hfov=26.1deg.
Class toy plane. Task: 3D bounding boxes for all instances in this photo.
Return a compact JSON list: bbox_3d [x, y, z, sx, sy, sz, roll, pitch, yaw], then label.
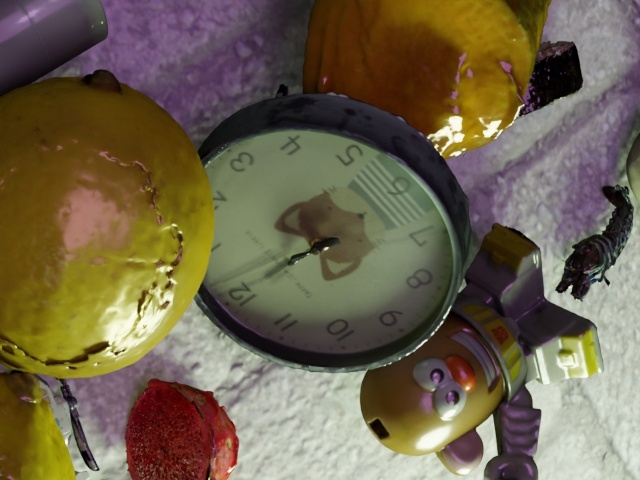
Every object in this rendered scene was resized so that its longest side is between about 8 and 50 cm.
[{"bbox_3d":[-0.288,0.205,1.482,0.078,0.053,0.197,-30,104,-30],"label":"toy plane"}]

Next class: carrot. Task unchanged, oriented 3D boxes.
[{"bbox_3d":[0.121,-0.247,1.476,0.241,0.241,0.341,38,53,-25],"label":"carrot"}]

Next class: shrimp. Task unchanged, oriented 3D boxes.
[{"bbox_3d":[0.366,0.012,1.772,0.076,0.082,0.174,39,71,-20],"label":"shrimp"}]

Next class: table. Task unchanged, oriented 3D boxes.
[{"bbox_3d":[-0.335,-0.199,1.366,0.220,0.126,0.126,-34,110,-19],"label":"table"}]

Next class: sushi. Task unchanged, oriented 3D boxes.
[{"bbox_3d":[0.252,-0.196,1.685,0.150,0.090,0.078,-21,101,-21],"label":"sushi"}]

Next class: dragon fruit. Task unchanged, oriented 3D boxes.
[{"bbox_3d":[-0.129,0.226,1.525,0.111,0.153,0.153,-4,98,-44],"label":"dragon fruit"}]

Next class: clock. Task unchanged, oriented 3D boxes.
[{"bbox_3d":[0.000,0.000,1.478,0.325,0.067,0.325,6,122,9],"label":"clock"}]

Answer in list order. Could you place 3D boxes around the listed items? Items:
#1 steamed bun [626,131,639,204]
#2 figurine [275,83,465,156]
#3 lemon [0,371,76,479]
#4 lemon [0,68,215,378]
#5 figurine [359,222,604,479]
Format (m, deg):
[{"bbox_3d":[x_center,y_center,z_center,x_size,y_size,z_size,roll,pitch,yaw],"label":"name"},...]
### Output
[{"bbox_3d":[0.588,-0.090,1.792,0.309,0.219,0.324,-42,113,-16],"label":"steamed bun"},{"bbox_3d":[0.051,-0.119,1.584,0.229,0.112,0.137,16,74,-16],"label":"figurine"},{"bbox_3d":[-0.370,0.259,1.325,0.268,0.268,0.322,21,94,-27],"label":"lemon"},{"bbox_3d":[-0.244,-0.013,1.348,0.297,0.297,0.297,-3,98,-26],"label":"lemon"},{"bbox_3d":[0.169,0.144,1.636,0.285,0.342,0.167,-32,153,-22],"label":"figurine"}]
